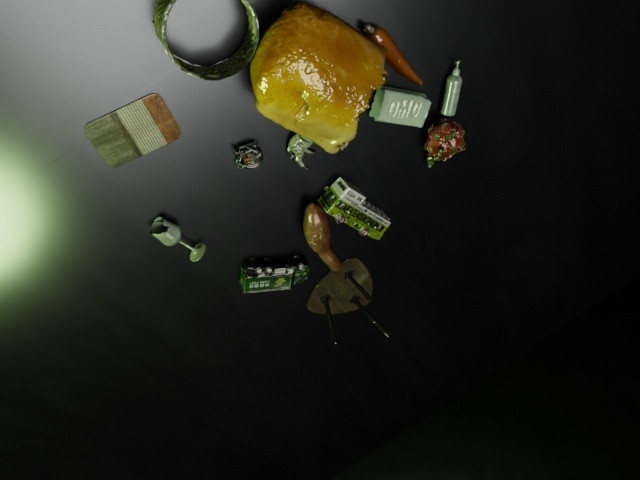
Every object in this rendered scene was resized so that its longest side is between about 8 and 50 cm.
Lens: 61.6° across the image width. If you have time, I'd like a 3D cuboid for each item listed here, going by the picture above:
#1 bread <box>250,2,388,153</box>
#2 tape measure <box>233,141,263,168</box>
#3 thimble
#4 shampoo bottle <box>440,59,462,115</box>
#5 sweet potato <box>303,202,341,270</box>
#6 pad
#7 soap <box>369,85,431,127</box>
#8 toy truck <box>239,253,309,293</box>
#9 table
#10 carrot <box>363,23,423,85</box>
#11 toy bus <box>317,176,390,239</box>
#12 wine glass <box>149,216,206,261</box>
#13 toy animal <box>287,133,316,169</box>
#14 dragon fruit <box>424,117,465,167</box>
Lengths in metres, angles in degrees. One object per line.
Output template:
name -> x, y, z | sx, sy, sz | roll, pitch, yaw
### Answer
bread -> -0.009, -0.478, 1.564 | 0.394, 0.250, 0.361 | 21, 96, -35
tape measure -> -0.237, -0.279, 1.779 | 0.094, 0.054, 0.091 | -10, 130, -9
thimble -> -0.305, -0.580, 1.457 | 0.270, 0.150, 0.271 | -12, 128, -16
shampoo bottle -> 0.471, -0.543, 1.904 | 0.056, 0.056, 0.195 | -9, 128, -19
sweet potato -> 0.000, 0.000, 2.069 | 0.109, 0.109, 0.385 | -24, 138, -6
pad -> -0.531, -0.260, 1.655 | 0.250, 0.055, 0.323 | -27, 114, -4
soap -> 0.280, -0.465, 1.870 | 0.198, 0.063, 0.115 | 1, 122, -26
toy truck -> -0.177, 0.126, 2.090 | 0.259, 0.088, 0.121 | -4, 125, -20
table -> 0.123, 0.292, 2.242 | 0.317, 0.249, 0.317 | -13, 129, -16
carrot -> 0.242, -0.600, 1.761 | 0.069, 0.069, 0.336 | -47, 136, 13
toy bus -> 0.139, -0.115, 2.042 | 0.301, 0.113, 0.139 | 27, 110, -40
wine glass -> -0.492, -0.004, 1.851 | 0.079, 0.079, 0.195 | -43, 132, 10
toy animal -> -0.045, -0.361, 1.797 | 0.176, 0.073, 0.217 | 31, 113, -31
dragon fruit -> 0.456, -0.357, 2.001 | 0.137, 0.135, 0.236 | -17, 151, -11
